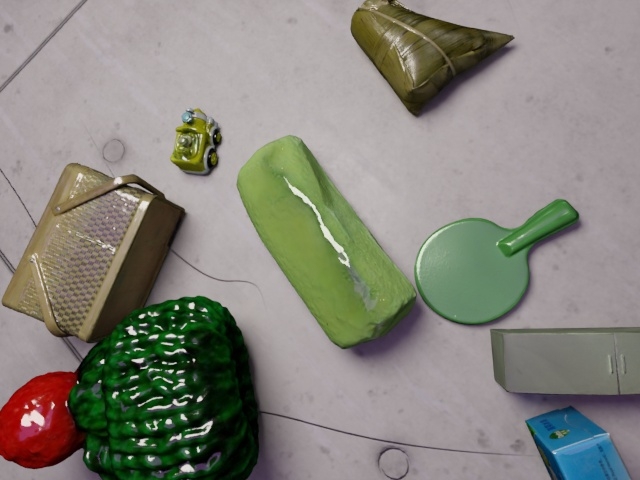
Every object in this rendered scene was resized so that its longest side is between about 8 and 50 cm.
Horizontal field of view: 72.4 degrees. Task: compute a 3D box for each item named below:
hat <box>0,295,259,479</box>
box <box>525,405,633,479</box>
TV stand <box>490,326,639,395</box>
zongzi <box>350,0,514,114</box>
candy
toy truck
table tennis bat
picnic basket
[{"bbox_3d":[-0.264,0.236,0.618,0.333,0.242,0.273,-11,72,-3],"label":"hat"},{"bbox_3d":[0.348,0.327,0.548,0.073,0.139,0.194,-23,78,8],"label":"box"},{"bbox_3d":[0.383,0.160,0.593,0.270,0.088,0.082,-4,81,11],"label":"TV stand"},{"bbox_3d":[0.169,-0.342,0.703,0.205,0.094,0.204,-34,77,1],"label":"zongzi"},{"bbox_3d":[0.000,0.000,0.675,0.343,0.132,0.142,56,137,14],"label":"candy"},{"bbox_3d":[-0.222,-0.177,0.760,0.076,0.077,0.111,6,83,11],"label":"toy truck"},{"bbox_3d":[0.266,0.022,0.663,0.257,0.039,0.160,-34,77,10],"label":"table tennis bat"},{"bbox_3d":[-0.348,0.019,0.703,0.139,0.165,0.266,23,86,3],"label":"picnic basket"}]
